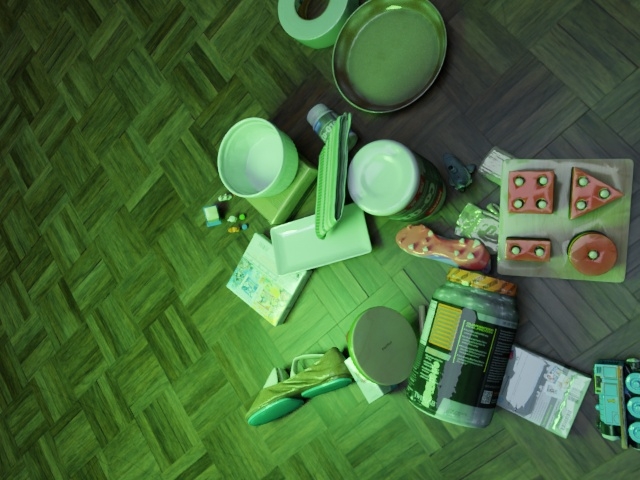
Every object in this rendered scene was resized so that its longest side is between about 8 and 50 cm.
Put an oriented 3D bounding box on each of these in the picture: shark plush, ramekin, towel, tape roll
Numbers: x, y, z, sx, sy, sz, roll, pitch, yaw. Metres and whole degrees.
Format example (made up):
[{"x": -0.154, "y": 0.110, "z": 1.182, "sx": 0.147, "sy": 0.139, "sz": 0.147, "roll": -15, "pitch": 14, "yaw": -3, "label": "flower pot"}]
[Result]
[{"x": 0.311, "y": -0.149, "z": 1.261, "sx": 0.073, "sy": 0.161, "sz": 0.067, "roll": -30, "pitch": 113, "yaw": 33, "label": "shark plush"}, {"x": -0.156, "y": -0.210, "z": 1.428, "sx": 0.207, "sy": 0.109, "sz": 0.207, "roll": -1, "pitch": 88, "yaw": 28, "label": "ramekin"}, {"x": 0.026, "y": -0.136, "z": 1.294, "sx": 0.038, "sy": 0.325, "sz": 0.247, "roll": 6, "pitch": 81, "yaw": -7, "label": "towel"}, {"x": -0.006, "y": -0.647, "z": 1.489, "sx": 0.219, "sy": 0.072, "sz": 0.219, "roll": -2, "pitch": 86, "yaw": 29, "label": "tape roll"}]

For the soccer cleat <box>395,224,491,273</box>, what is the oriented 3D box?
[{"x": 0.290, "y": 0.025, "z": 1.299, "sx": 0.248, "sy": 0.095, "sz": 0.083, "roll": 13, "pitch": 63, "yaw": 43, "label": "soccer cleat"}]

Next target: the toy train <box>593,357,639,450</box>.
[{"x": 0.620, "y": 0.331, "z": 1.109, "sx": 0.105, "sy": 0.080, "sz": 0.184, "roll": -4, "pitch": 88, "yaw": 37, "label": "toy train"}]

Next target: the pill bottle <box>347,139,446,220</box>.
[{"x": 0.188, "y": -0.125, "z": 1.240, "sx": 0.161, "sy": 0.283, "sz": 0.161, "roll": -1, "pitch": 87, "yaw": 28, "label": "pill bottle"}]

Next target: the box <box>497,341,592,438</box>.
[{"x": 0.479, "y": 0.326, "z": 1.203, "sx": 0.186, "sy": 0.038, "sz": 0.145, "roll": 22, "pitch": 98, "yaw": 26, "label": "box"}]

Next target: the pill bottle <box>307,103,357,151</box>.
[{"x": 0.029, "y": -0.298, "z": 1.450, "sx": 0.078, "sy": 0.078, "sz": 0.137, "roll": -47, "pitch": 68, "yaw": 18, "label": "pill bottle"}]

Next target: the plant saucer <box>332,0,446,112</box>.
[{"x": 0.177, "y": -0.478, "z": 1.396, "sx": 0.311, "sy": 0.050, "sz": 0.310, "roll": -1, "pitch": 88, "yaw": 27, "label": "plant saucer"}]

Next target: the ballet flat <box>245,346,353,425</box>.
[{"x": -0.068, "y": 0.383, "z": 1.462, "sx": 0.342, "sy": 0.116, "sz": 0.124, "roll": -33, "pitch": 53, "yaw": 23, "label": "ballet flat"}]

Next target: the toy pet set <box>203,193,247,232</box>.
[{"x": -0.289, "y": -0.075, "z": 1.633, "sx": 0.114, "sy": 0.065, "sz": 0.122, "roll": -14, "pitch": 83, "yaw": -8, "label": "toy pet set"}]

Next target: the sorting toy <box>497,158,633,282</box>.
[{"x": 0.510, "y": -0.043, "z": 1.140, "sx": 0.256, "sy": 0.089, "sz": 0.257, "roll": 3, "pitch": 96, "yaw": 21, "label": "sorting toy"}]

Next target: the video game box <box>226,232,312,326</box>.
[{"x": -0.148, "y": 0.110, "z": 1.542, "sx": 0.205, "sy": 0.048, "sz": 0.187, "roll": 36, "pitch": 101, "yaw": 25, "label": "video game box"}]

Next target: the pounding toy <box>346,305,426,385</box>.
[{"x": 0.150, "y": 0.256, "z": 1.309, "sx": 0.110, "sy": 0.237, "sz": 0.182, "roll": -33, "pitch": 63, "yaw": 57, "label": "pounding toy"}]

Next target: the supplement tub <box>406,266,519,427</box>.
[{"x": 0.319, "y": 0.230, "z": 1.197, "sx": 0.194, "sy": 0.193, "sz": 0.316, "roll": 16, "pitch": 90, "yaw": 28, "label": "supplement tub"}]

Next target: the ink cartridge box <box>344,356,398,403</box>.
[{"x": 0.128, "y": 0.333, "z": 1.360, "sx": 0.052, "sy": 0.088, "sz": 0.122, "roll": -41, "pitch": 70, "yaw": 27, "label": "ink cartridge box"}]

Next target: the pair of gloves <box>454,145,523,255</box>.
[{"x": 0.437, "y": -0.076, "z": 1.243, "sx": 0.204, "sy": 0.042, "sz": 0.240, "roll": 27, "pitch": 106, "yaw": 21, "label": "pair of gloves"}]

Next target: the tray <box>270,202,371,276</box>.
[{"x": 0.000, "y": 0.000, "z": 1.453, "sx": 0.270, "sy": 0.030, "sz": 0.145, "roll": -16, "pitch": 73, "yaw": 17, "label": "tray"}]

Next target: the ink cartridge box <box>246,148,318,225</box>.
[{"x": -0.136, "y": -0.187, "z": 1.527, "sx": 0.235, "sy": 0.088, "sz": 0.193, "roll": 44, "pitch": 108, "yaw": 22, "label": "ink cartridge box"}]
